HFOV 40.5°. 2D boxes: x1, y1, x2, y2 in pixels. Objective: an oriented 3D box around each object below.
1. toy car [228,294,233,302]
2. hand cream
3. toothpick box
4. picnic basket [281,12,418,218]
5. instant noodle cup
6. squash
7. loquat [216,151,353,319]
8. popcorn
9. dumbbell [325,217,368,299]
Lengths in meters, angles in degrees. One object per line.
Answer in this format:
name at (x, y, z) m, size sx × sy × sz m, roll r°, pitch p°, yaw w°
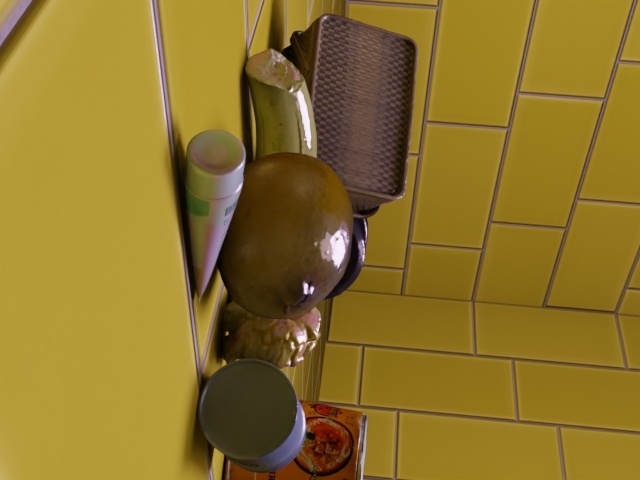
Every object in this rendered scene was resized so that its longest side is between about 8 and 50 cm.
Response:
toy car at (-0.084, 0.042, 1.012) m, size 0.059 × 0.035 × 0.121 m, roll 88°, pitch 8°, yaw -73°
hand cream at (-0.094, -0.020, 0.736) m, size 0.174 × 0.047 × 0.076 m, roll 106°, pitch -8°, yaw -56°
toothpick box at (-0.069, 0.188, 0.917) m, size 0.153 × 0.101 × 0.101 m, roll 83°, pitch 12°, yaw -69°
picnic basket at (0.027, -0.168, 1.222) m, size 0.139 × 0.165 × 0.266 m, roll 162°, pitch -64°, yaw -64°
instant noodle cup at (-0.029, 0.305, 1.152) m, size 0.216 × 0.172 × 0.215 m, roll 4°, pitch 90°, yaw -86°
squash at (-0.046, -0.107, 1.041) m, size 0.250 × 0.083 × 0.083 m, roll 90°, pitch 6°, yaw -46°
loquat at (-0.036, -0.011, 0.874) m, size 0.152 × 0.152 × 0.195 m, roll 91°, pitch -3°, yaw -47°
popcorn at (-0.054, 0.103, 0.958) m, size 0.097 × 0.109 × 0.089 m, roll -141°, pitch -128°, yaw -83°
dumbbell at (0.000, 0.000, 1.399) m, size 0.218 × 0.153 × 0.152 m, roll -69°, pitch 163°, yaw -78°
